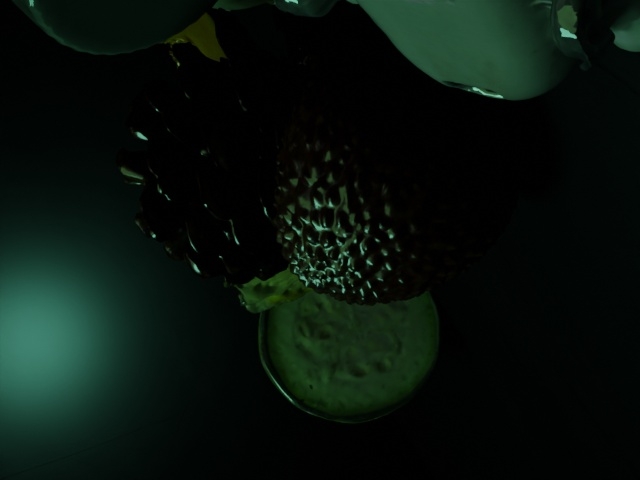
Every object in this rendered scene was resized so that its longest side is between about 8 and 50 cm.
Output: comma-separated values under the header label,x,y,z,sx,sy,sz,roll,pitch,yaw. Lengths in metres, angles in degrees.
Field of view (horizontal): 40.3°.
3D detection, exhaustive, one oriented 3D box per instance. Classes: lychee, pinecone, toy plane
label,x,y,z,sx,sy,sz,roll,pitch,yaw
lychee,0.053,-0.045,0.652,0.194,0.194,0.194,55,174,9
pinecone,-0.073,-0.099,0.894,0.242,0.296,0.298,41,-154,-24
toy plane,0.050,-0.145,0.344,0.252,0.118,0.252,28,168,6

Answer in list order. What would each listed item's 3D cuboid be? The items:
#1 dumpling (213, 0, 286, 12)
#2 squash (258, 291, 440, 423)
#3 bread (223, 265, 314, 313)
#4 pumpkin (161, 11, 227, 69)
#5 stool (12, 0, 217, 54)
label,x,y,z,sx,sy,sz,roll,pitch,yaw
dumpling,-0.119,-0.300,0.970,0.219,0.108,0.153,52,172,52
squash,0.030,0.146,1.392,0.263,0.263,0.384,56,174,4
bread,0.004,-0.008,1.090,0.174,0.251,0.133,66,-168,-64
pumpkin,-0.228,-0.371,1.555,0.279,0.111,0.163,61,-172,-47
stool,-0.239,-0.365,0.792,0.330,0.297,0.297,49,171,20
